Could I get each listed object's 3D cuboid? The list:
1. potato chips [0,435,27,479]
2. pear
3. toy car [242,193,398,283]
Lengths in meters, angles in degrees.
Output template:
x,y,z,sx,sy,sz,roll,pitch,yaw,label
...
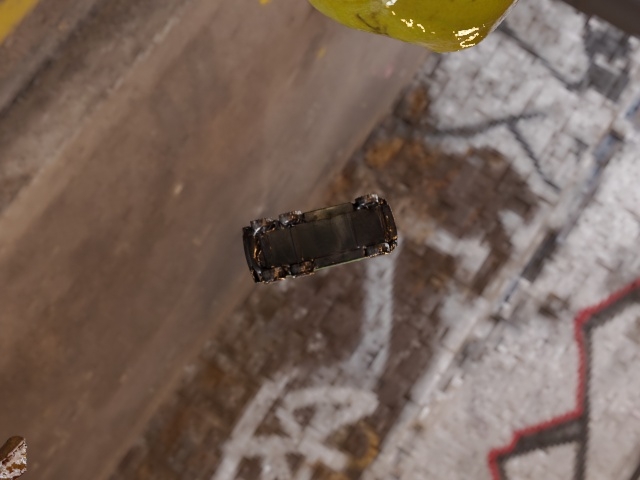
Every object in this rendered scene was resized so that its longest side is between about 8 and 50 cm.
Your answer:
x,y,z,sx,sy,sz,roll,pitch,yaw,label
-0.267,0.171,0.951,0.026,0.037,0.204,-23,174,25,potato chips
0.076,-0.240,0.992,0.200,0.200,0.200,-55,170,-15,pear
0.000,0.000,1.475,0.165,0.071,0.062,-13,173,-1,toy car
